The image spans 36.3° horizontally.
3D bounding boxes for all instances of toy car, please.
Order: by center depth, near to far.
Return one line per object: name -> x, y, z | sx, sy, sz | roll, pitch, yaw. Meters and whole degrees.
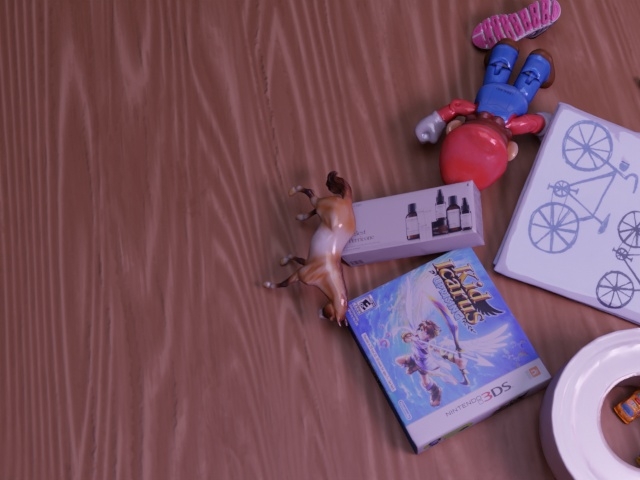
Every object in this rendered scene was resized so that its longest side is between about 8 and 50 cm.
toy car -> 0.507, 0.292, 1.523 | 0.060, 0.040, 0.122 | -18, 66, -3

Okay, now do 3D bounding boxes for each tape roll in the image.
tape roll -> 0.477, 0.277, 1.458 | 0.286, 0.100, 0.286 | -1, 71, 2

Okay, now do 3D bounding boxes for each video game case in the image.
video game case -> 0.200, 0.171, 1.592 | 0.244, 0.061, 0.269 | -26, 67, -7

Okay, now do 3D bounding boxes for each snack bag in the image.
snack bag -> 0.504, -0.036, 1.636 | 0.342, 0.037, 0.323 | 21, 82, 10

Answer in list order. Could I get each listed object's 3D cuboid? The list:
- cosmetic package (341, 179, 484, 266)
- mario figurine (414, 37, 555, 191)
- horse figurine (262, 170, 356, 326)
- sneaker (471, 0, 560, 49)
cosmetic package -> 0.150, -0.028, 1.643 | 0.239, 0.060, 0.099 | -11, 62, 21
mario figurine -> 0.298, -0.201, 1.734 | 0.198, 0.170, 0.320 | 0, 48, 44
horse figurine -> 0.000, 0.000, 1.637 | 0.174, 0.066, 0.263 | 8, 78, 44
sneaker -> 0.369, -0.398, 1.826 | 0.170, 0.075, 0.063 | -20, 83, 20
